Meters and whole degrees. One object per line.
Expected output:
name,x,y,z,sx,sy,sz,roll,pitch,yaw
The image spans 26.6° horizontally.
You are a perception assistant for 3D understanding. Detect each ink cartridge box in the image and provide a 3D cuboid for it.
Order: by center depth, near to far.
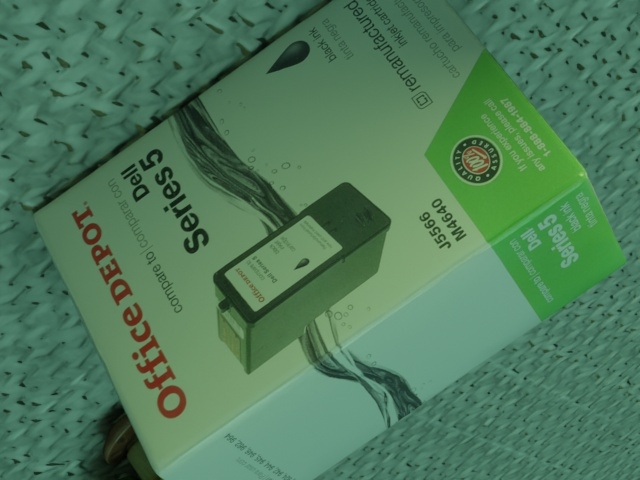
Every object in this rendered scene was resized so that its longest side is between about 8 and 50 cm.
ink cartridge box,0.000,0.000,0.774,0.273,0.198,0.115,-35,146,4

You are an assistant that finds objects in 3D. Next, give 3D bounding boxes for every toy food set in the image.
toy food set,-0.120,0.169,1.026,0.128,0.071,0.218,-36,158,-42
